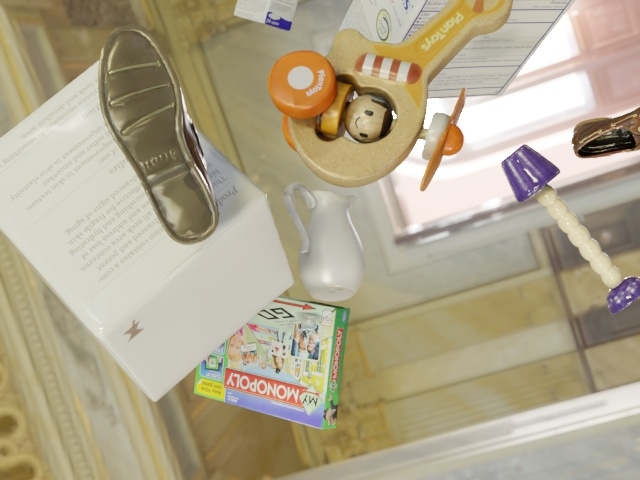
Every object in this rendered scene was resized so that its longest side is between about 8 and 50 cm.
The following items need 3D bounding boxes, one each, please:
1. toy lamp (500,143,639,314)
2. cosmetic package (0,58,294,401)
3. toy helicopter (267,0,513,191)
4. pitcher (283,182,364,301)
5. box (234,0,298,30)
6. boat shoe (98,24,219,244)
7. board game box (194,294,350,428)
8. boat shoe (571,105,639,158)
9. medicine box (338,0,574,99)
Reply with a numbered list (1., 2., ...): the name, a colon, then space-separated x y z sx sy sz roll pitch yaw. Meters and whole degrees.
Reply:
1. toy lamp: 0.366 -0.022 1.572 0.274 0.080 0.080 50 -166 4
2. cosmetic package: -0.306 -0.017 1.771 0.394 0.329 0.327 44 166 23
3. toy helicopter: 0.121 -0.203 1.356 0.235 0.355 0.140 42 169 20
4. pitcher: 0.000 0.000 2.039 0.178 0.125 0.207 18 -121 -39
5. box: -0.104 -0.518 2.249 0.072 0.126 0.137 8 -77 -39
6. boat shoe: -0.225 -0.141 1.485 0.104 0.111 0.307 -119 13 -82
7. board game box: -0.094 0.204 1.963 0.046 0.317 0.213 6 -89 -51
8. boat shoe: 0.524 -0.180 1.808 0.073 0.207 0.073 63 -157 -25
9. medicine box: 0.205 -0.352 1.655 0.289 0.264 0.149 123 136 -56
